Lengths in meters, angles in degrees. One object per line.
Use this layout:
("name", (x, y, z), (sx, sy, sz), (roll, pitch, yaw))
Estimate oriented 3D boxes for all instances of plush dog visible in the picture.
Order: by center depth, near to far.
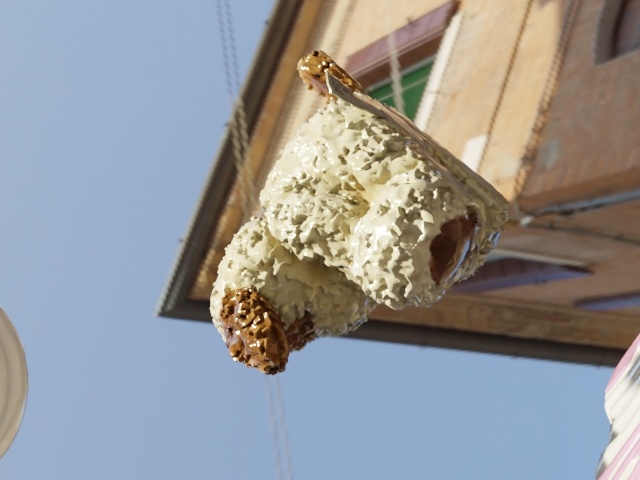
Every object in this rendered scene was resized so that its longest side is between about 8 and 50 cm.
("plush dog", (0.000, 0.000, 0.940), (0.210, 0.262, 0.225), (42, -77, 8))

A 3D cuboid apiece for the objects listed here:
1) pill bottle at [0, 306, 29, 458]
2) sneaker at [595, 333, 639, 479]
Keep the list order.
("pill bottle", (-0.282, 0.100, 0.723), (0.130, 0.245, 0.130), (12, -110, -35))
("sneaker", (0.197, 0.115, 0.603), (0.104, 0.095, 0.236), (32, -149, 5))
